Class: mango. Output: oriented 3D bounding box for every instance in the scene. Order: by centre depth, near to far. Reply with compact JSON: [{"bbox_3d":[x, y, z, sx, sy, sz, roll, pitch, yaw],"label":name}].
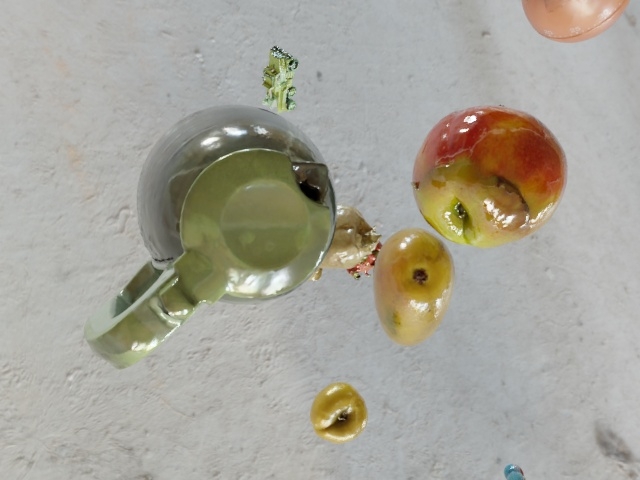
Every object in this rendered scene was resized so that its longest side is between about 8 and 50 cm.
[{"bbox_3d":[0.271,0.152,1.505,0.231,0.446,0.300,2,56,4],"label":"mango"}]

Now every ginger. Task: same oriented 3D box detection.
[{"bbox_3d":[0.000,0.000,1.057,0.152,0.267,0.138,44,46,-32],"label":"ginger"}]

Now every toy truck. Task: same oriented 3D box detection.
[{"bbox_3d":[-0.175,-0.632,1.997,0.128,0.260,0.135,39,52,20],"label":"toy truck"}]

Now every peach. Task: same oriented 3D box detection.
[{"bbox_3d":[0.396,-0.164,1.185,0.369,0.370,0.371,11,66,-26],"label":"peach"},{"bbox_3d":[0.052,0.509,1.470,0.179,0.103,0.180,-1,98,-9],"label":"peach"}]

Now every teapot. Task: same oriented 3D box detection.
[{"bbox_3d":[-0.124,-0.022,0.549,0.321,0.239,0.240,-16,104,-12],"label":"teapot"}]

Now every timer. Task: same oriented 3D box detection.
[{"bbox_3d":[0.573,-0.569,1.116,0.214,0.229,0.230,15,61,-52],"label":"timer"}]

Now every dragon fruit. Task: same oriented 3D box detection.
[{"bbox_3d":[0.169,0.062,1.946,0.166,0.172,0.160,49,7,-30],"label":"dragon fruit"}]

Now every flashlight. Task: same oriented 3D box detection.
[{"bbox_3d":[0.486,0.600,1.245,0.051,0.051,0.129,69,15,10],"label":"flashlight"}]
